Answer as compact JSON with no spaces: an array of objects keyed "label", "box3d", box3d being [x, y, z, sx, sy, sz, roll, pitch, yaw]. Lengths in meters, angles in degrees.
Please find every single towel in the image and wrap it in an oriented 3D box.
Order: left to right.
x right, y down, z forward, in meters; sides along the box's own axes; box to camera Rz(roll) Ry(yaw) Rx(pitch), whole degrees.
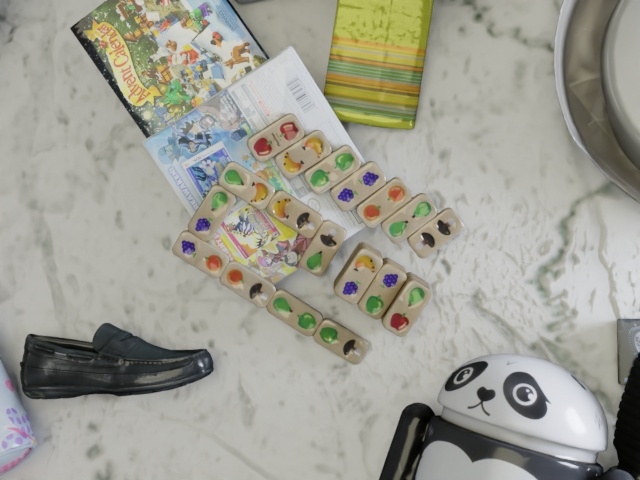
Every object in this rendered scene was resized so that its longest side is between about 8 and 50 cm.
[{"label":"towel","box3d":[0.067,-0.239,1.198,0.102,0.021,0.237,9,103,3]}]

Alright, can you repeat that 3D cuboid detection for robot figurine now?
[{"label":"robot figurine","box3d":[0.169,0.246,1.075,0.209,0.173,0.278,16,87,-4]}]

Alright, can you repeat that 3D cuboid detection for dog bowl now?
[{"label":"dog bowl","box3d":[0.405,-0.170,1.109,0.348,0.102,0.349,-1,84,13]}]

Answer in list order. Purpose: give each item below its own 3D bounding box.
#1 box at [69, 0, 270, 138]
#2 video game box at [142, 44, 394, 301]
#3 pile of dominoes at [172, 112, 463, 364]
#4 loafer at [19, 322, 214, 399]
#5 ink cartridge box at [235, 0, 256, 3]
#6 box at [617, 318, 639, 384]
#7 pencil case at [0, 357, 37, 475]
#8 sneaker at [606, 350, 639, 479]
[{"label":"box","box3d":[-0.141,-0.183,1.241,0.159,0.044,0.233,-36,89,6]},{"label":"video game box","box3d":[-0.053,-0.069,1.196,0.187,0.048,0.205,-32,99,4]},{"label":"pile of dominoes","box3d":[0.000,0.000,1.165,0.251,0.040,0.196,32,100,-6]},{"label":"loafer","box3d":[-0.224,0.128,1.230,0.223,0.076,0.078,-5,90,16]},{"label":"ink cartridge box","box3d":[0.031,-0.436,1.243,0.307,0.072,0.304,-8,82,13]},{"label":"box","box3d":[0.339,0.111,1.133,0.083,0.018,0.067,0,84,13]},{"label":"pencil case","box3d":[-0.418,0.142,1.254,0.124,0.113,0.273,-34,77,17]},{"label":"sneaker","box3d":[0.358,0.210,1.072,0.146,0.122,0.331,15,95,-7]}]
